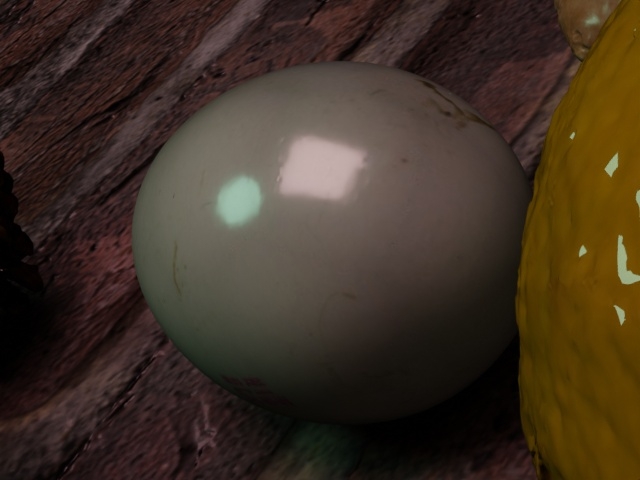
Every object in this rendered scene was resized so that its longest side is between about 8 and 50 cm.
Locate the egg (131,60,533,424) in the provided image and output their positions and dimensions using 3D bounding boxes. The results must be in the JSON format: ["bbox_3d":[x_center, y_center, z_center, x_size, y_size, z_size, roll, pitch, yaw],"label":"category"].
[{"bbox_3d":[0.000,0.000,0.925,0.183,0.183,0.264,-44,24,-22],"label":"egg"}]

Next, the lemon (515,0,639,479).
[{"bbox_3d":[0.223,0.022,0.555,0.336,0.336,0.336,-23,29,14],"label":"lemon"}]

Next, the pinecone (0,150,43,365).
[{"bbox_3d":[-0.308,0.018,1.154,0.309,0.244,0.244,-50,32,-10],"label":"pinecone"}]

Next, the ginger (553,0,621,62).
[{"bbox_3d":[0.202,-0.144,1.083,0.095,0.069,0.190,-23,19,-36],"label":"ginger"}]
